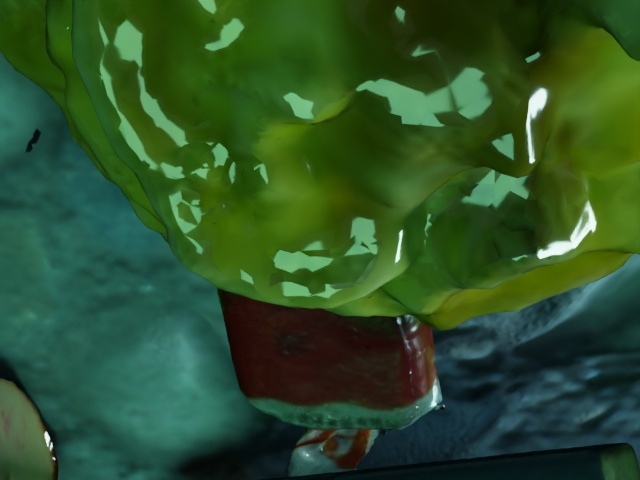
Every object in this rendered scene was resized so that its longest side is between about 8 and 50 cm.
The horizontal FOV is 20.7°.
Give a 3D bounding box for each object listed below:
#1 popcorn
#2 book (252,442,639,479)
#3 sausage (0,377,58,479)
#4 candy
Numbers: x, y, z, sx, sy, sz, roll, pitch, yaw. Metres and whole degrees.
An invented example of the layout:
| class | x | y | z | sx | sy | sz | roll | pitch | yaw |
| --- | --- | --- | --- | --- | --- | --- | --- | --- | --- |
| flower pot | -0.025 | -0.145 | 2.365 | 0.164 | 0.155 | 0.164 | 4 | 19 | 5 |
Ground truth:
| class | x | y | z | sx | sy | sz | roll | pitch | yaw |
| --- | --- | --- | --- | --- | --- | --- | --- | --- | --- |
| popcorn | 0.029 | -0.072 | 0.461 | 0.235 | 0.217 | 0.181 | -19 | 139 | -3 |
| book | 0.037 | 0.185 | 0.700 | 0.269 | 0.025 | 0.191 | -14 | 88 | 49 |
| sausage | -0.276 | 0.134 | 0.803 | 0.312 | 0.093 | 0.093 | -12 | 129 | 17 |
| candy | -0.001 | 0.001 | 0.672 | 0.086 | 0.059 | 0.292 | -2 | 130 | 10 |
